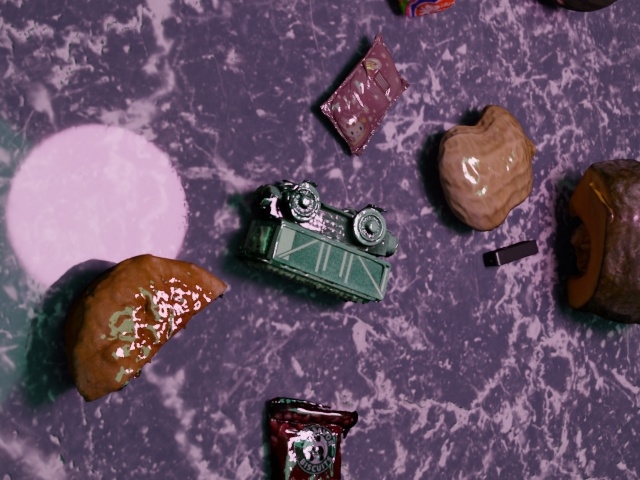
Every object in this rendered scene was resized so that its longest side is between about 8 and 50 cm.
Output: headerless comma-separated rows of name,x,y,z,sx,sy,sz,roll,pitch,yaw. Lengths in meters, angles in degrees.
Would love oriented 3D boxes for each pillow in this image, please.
pillow,0.075,-0.241,1.874,0.185,0.043,0.118,-51,121,-23

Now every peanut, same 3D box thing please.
peanut,0.297,-0.131,1.982,0.233,0.110,0.197,-35,107,-30

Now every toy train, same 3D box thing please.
toy train,0.000,0.000,1.767,0.269,0.115,0.154,21,84,-33

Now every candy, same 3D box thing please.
candy,0.146,-0.561,1.922,0.124,0.124,0.366,-14,84,-35

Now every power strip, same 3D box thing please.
power strip,0.346,0.022,2.050,0.111,0.038,0.029,-16,95,-35

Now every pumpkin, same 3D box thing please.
pumpkin,0.587,0.005,2.086,0.225,0.256,0.303,-1,86,-11

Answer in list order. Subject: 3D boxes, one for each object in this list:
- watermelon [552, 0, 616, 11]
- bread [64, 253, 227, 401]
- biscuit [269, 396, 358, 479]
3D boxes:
watermelon,0.487,-0.529,2.081,0.212,0.212,0.212,3,85,-35
bread,-0.265,0.096,1.563,0.260,0.129,0.134,-39,108,-32
biscuit,-0.016,0.366,1.756,0.151,0.063,0.235,11,78,-35
